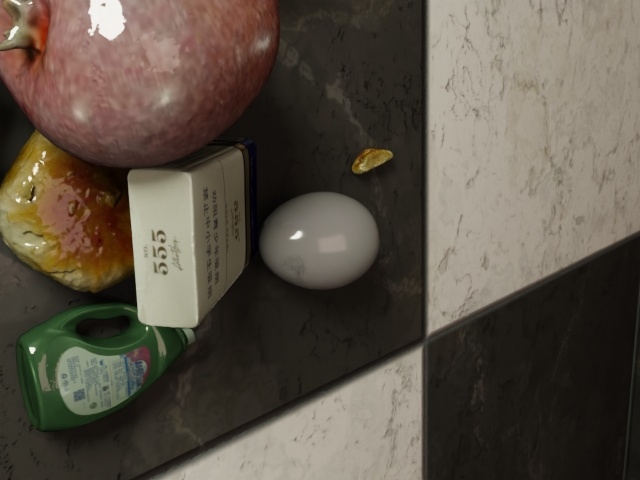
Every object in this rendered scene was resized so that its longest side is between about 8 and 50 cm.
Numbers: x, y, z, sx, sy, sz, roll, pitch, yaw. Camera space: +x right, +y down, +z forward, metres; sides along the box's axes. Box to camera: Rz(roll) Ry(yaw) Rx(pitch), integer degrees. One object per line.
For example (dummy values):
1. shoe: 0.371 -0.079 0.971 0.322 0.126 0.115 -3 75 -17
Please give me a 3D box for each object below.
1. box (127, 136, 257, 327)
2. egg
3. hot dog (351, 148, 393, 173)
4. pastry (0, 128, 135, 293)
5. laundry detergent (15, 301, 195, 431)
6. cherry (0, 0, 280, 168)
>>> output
1. box: -0.135 -0.025 0.705 0.259 0.071 0.168 -66 157 -73
2. egg: 0.000 0.000 0.891 0.199 0.146 0.146 2 96 -37
3. hot dog: 0.088 -0.143 1.036 0.090 0.030 0.034 -31 110 -38
4. pastry: -0.253 -0.045 0.666 0.182 0.093 0.192 50 63 -36
5. laundry detergent: -0.247 0.136 0.729 0.211 0.063 0.137 -17 103 -42
6. cherry: -0.170 -0.196 0.562 0.307 0.261 0.221 -31 159 -37
